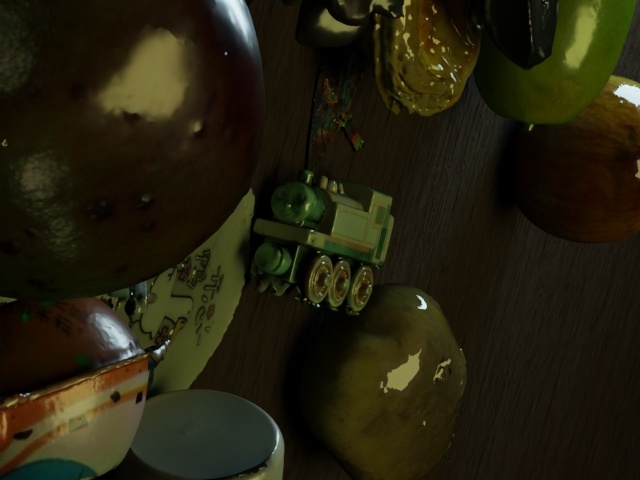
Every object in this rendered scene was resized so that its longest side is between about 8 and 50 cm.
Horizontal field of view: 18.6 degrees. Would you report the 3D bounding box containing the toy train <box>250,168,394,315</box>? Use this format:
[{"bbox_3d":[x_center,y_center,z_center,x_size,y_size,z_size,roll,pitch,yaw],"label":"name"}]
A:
[{"bbox_3d":[0.000,0.000,1.802,0.194,0.080,0.125,17,85,-65],"label":"toy train"}]

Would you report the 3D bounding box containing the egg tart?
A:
[{"bbox_3d":[0.089,-0.229,1.799,0.241,0.106,0.241,-45,141,-52],"label":"egg tart"}]

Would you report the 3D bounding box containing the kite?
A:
[{"bbox_3d":[0.022,-0.123,1.845,0.183,0.010,0.160,-64,157,-18],"label":"kite"}]

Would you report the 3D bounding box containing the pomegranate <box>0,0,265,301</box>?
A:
[{"bbox_3d":[-0.190,-0.083,1.112,0.323,0.291,0.291,-35,158,9],"label":"pomegranate"}]

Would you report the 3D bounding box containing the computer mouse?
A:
[{"bbox_3d":[0.177,-0.241,1.801,0.106,0.062,0.192,-64,149,-42],"label":"computer mouse"}]

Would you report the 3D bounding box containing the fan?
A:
[{"bbox_3d":[-0.148,0.045,1.576,0.414,0.012,0.233,2,105,-67],"label":"fan"}]

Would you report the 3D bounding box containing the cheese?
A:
[{"bbox_3d":[-0.191,0.108,1.344,0.329,0.217,0.129,2,67,-81],"label":"cheese"}]

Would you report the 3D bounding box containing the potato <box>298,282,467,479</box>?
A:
[{"bbox_3d":[0.075,0.159,2.015,0.192,0.141,0.296,-61,158,-19],"label":"potato"}]

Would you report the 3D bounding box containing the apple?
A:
[{"bbox_3d":[0.332,-0.097,2.351,0.211,0.188,0.211,-54,155,-41],"label":"apple"}]

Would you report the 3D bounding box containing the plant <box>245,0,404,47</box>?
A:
[{"bbox_3d":[0.028,-0.294,1.499,0.199,0.188,0.276,-35,137,-55],"label":"plant"}]

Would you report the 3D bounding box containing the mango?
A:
[{"bbox_3d":[0.264,-0.286,2.095,0.192,0.156,0.343,49,56,-64],"label":"mango"}]

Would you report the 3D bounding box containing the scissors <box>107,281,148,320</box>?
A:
[{"bbox_3d":[-0.130,-0.014,1.316,0.360,0.029,0.191,-105,-158,-72],"label":"scissors"}]

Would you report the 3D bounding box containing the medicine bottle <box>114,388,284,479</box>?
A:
[{"bbox_3d":[-0.108,0.267,1.664,0.143,0.143,0.258,-40,142,-52],"label":"medicine bottle"}]
